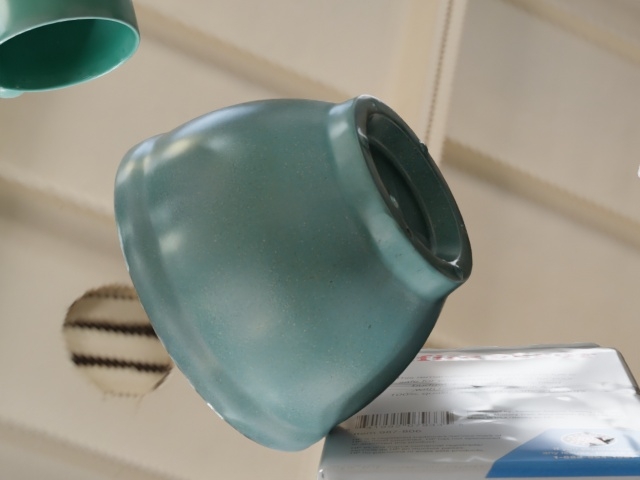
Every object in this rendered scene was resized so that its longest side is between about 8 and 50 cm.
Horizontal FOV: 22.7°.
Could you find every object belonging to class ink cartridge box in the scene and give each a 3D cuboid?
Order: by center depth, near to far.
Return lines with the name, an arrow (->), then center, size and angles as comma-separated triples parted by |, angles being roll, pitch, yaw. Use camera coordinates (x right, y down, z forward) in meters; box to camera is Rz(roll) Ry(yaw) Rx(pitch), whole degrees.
ink cartridge box -> 0.154, 0.219, 1.448 | 0.285, 0.395, 0.166 | -1, -80, 5

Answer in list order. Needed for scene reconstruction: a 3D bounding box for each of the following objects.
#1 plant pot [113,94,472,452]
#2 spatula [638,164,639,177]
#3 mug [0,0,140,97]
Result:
plant pot -> 0.000, 0.000, 1.310 | 0.293, 0.196, 0.293 | 48, -156, -30
spatula -> 0.422, -0.149, 1.690 | 0.168, 0.242, 0.019 | 12, -139, 8
mug -> -0.227, -0.183, 1.260 | 0.129, 0.158, 0.097 | 25, -133, -67
